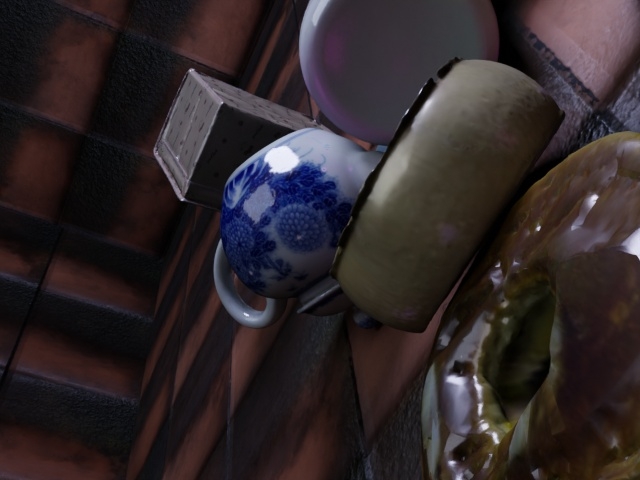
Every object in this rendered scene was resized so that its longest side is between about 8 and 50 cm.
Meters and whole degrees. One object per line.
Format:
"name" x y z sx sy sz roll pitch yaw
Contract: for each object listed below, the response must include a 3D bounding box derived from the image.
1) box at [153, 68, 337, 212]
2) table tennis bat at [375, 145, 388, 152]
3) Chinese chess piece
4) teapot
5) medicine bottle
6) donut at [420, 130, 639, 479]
"box" -0.119 -0.157 1.410 0.190 0.297 0.225 -62 34 15
"table tennis bat" 0.089 -0.076 1.183 0.237 0.038 0.149 -62 23 18
"Chinese chess piece" 0.119 -0.042 0.734 0.270 0.112 0.270 -53 -12 -16
"teapot" 0.000 0.000 1.058 0.424 0.280 0.252 -34 -4 34
"medicine bottle" 0.098 -0.278 1.019 0.302 0.241 0.241 -85 20 -64
"donut" 0.186 0.096 0.513 0.330 0.159 0.330 -155 90 -84
